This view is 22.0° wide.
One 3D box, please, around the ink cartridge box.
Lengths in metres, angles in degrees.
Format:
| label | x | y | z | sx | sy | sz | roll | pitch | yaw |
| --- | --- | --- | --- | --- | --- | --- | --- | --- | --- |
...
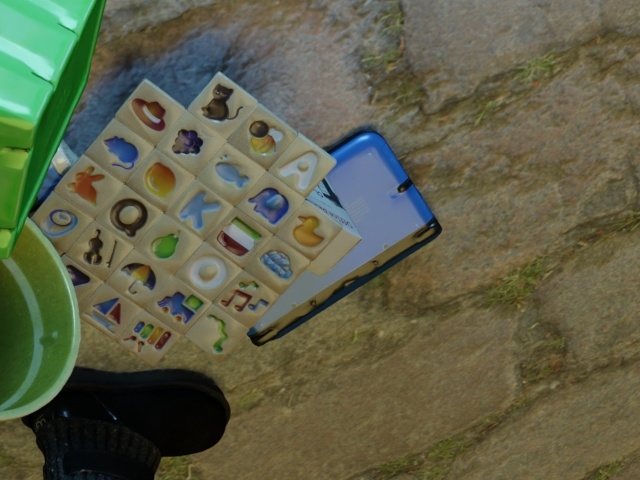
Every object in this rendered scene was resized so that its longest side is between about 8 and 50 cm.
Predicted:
| label | x | y | z | sx | sy | sz | roll | pitch | yaw |
| --- | --- | --- | --- | --- | --- | --- | --- | --- | --- |
| ink cartridge box | -0.041 | -0.057 | 1.976 | 0.072 | 0.175 | 0.127 | -43 | 143 | 17 |

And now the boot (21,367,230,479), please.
| label | x | y | z | sx | sy | sz | roll | pitch | yaw |
| --- | --- | --- | --- | --- | --- | --- | --- | --- | --- |
| boot | -0.235 | 0.310 | 2.206 | 0.348 | 0.260 | 0.131 | 7 | 130 | -39 |

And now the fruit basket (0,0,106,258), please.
| label | x | y | z | sx | sy | sz | roll | pitch | yaw |
| --- | --- | --- | --- | --- | --- | --- | --- | --- | --- |
| fruit basket | -0.398 | -0.194 | 1.476 | 0.392 | 0.392 | 0.283 | -7 | 137 | -29 |

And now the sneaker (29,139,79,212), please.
| label | x | y | z | sx | sy | sz | roll | pitch | yaw |
| --- | --- | --- | --- | --- | --- | --- | --- | --- | --- |
| sneaker | -0.308 | -0.058 | 1.893 | 0.085 | 0.058 | 0.152 | -26 | 151 | 4 |

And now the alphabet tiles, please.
| label | x | y | z | sx | sy | sz | roll | pitch | yaw |
| --- | --- | --- | --- | --- | --- | --- | --- | --- | --- |
| alphabet tiles | -0.154 | -0.018 | 1.868 | 0.285 | 0.011 | 0.342 | 36 | 111 | -18 |

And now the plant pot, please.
| label | x | y | z | sx | sy | sz | roll | pitch | yaw |
| --- | --- | --- | --- | --- | --- | --- | --- | --- | --- |
| plant pot | -0.452 | 0.110 | 1.827 | 0.276 | 0.276 | 0.254 | 12 | 149 | -43 |

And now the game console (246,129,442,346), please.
| label | x | y | z | sx | sy | sz | roll | pitch | yaw |
| --- | --- | --- | --- | --- | --- | --- | --- | --- | --- |
| game console | 0.000 | 0.000 | 2.200 | 0.293 | 0.173 | 0.250 | -33 | 113 | 3 |
